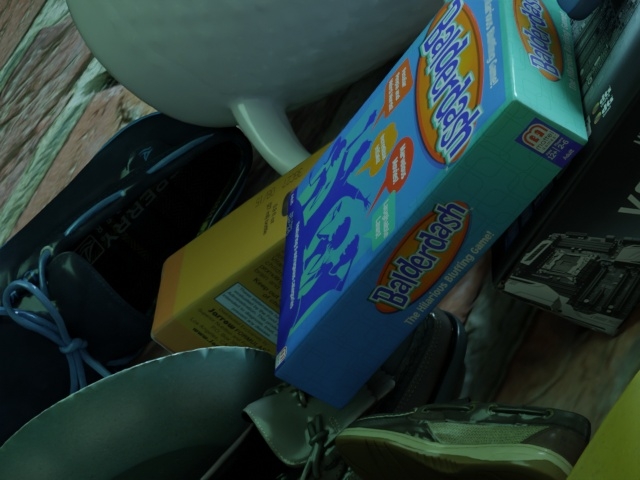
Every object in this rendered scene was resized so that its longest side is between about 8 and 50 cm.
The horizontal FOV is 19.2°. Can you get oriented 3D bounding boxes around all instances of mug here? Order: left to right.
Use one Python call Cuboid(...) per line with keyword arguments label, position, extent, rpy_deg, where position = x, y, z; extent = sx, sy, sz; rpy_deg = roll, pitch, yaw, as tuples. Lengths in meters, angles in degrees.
Cuboid(label="mug", position=(-0.001, -0.203, 1.284), extent=(0.328, 0.276, 0.374), rpy_deg=(-42, 56, 30))

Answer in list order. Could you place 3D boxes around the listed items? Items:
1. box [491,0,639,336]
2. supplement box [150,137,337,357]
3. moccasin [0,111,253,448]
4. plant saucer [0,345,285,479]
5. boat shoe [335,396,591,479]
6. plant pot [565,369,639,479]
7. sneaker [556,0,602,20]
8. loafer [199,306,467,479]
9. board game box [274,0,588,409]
Cuboid(label="box", position=(0.188, -0.142, 0.955), extent=(0.307, 0.076, 0.242), rpy_deg=(-58, 18, 35))
Cuboid(label="supplement box", position=(0.000, 0.000, 1.181), extent=(0.233, 0.080, 0.078), rpy_deg=(-36, 29, 31))
Cuboid(label="moccasin", position=(-0.175, 0.034, 1.357), extent=(0.117, 0.138, 0.342), rpy_deg=(6, 61, 56))
Cuboid(label="plant saucer", position=(-0.100, 0.130, 1.088), extent=(0.195, 0.195, 0.037), rpy_deg=(-39, 60, 23))
Cuboid(label="boat shoe", position=(0.073, 0.105, 0.948), extent=(0.152, 0.056, 0.049), rpy_deg=(3, 46, 45))
Cuboid(label="plant pot", position=(0.135, 0.201, 0.556), extent=(0.187, 0.212, 0.212), rpy_deg=(-52, 21, 30))
Cuboid(label="sneaker", position=(0.129, -0.174, 0.941), extent=(0.053, 0.059, 0.144), rpy_deg=(-43, 30, 56))
Cuboid(label="loafer", position=(-0.024, 0.131, 1.030), extent=(0.267, 0.084, 0.096), rpy_deg=(-53, 25, -6))
Cuboid(label="board game box", position=(0.053, -0.036, 0.992), extent=(0.210, 0.047, 0.160), rpy_deg=(-50, 21, 31))
